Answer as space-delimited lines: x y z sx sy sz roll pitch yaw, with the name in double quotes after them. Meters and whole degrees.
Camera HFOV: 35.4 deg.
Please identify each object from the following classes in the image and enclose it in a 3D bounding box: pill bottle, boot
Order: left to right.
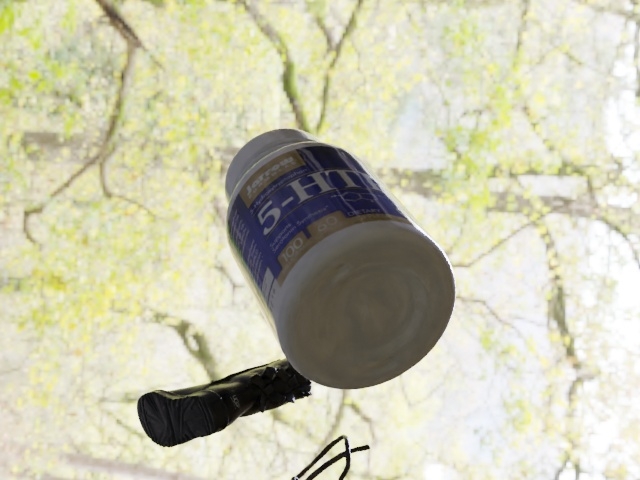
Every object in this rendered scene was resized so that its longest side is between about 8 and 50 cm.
-0.073 0.121 0.774 0.099 0.121 0.045 -17 90 -42 "boot"
0.000 0.000 0.649 0.186 0.112 0.112 -126 -152 -55 "pill bottle"

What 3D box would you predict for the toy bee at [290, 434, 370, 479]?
0.025 0.266 0.745 0.195 0.162 0.298 -42 178 40 "toy bee"
